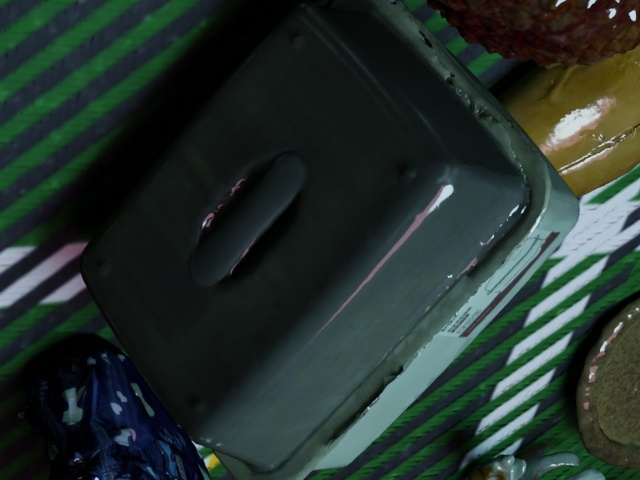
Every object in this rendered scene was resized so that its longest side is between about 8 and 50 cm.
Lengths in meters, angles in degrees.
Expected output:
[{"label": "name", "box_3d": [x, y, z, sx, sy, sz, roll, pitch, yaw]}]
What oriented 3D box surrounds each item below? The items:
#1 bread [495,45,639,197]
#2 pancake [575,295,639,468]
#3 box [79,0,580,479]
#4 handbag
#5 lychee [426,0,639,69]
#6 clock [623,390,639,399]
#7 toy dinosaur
[{"label": "bread", "box_3d": [0.188, -0.085, 1.381, 0.189, 0.077, 0.114, -34, 144, -1]}, {"label": "pancake", "box_3d": [0.292, 0.111, 1.664, 0.199, 0.021, 0.199, -17, 128, -23]}, {"label": "box", "box_3d": [0.000, 0.000, 1.241, 0.290, 0.220, 0.166, -49, 149, 18]}, {"label": "handbag", "box_3d": [-0.127, 0.193, 1.400, 0.113, 0.162, 0.260, -29, 143, -4]}, {"label": "lychee", "box_3d": [0.138, -0.188, 1.175, 0.188, 0.188, 0.188, -17, 138, -16]}, {"label": "clock", "box_3d": [0.267, 0.153, 1.713, 0.085, 0.017, 0.085, -17, 138, -16]}, {"label": "toy dinosaur", "box_3d": [0.202, 0.267, 1.733, 0.205, 0.092, 0.393, -12, 148, -14]}]
